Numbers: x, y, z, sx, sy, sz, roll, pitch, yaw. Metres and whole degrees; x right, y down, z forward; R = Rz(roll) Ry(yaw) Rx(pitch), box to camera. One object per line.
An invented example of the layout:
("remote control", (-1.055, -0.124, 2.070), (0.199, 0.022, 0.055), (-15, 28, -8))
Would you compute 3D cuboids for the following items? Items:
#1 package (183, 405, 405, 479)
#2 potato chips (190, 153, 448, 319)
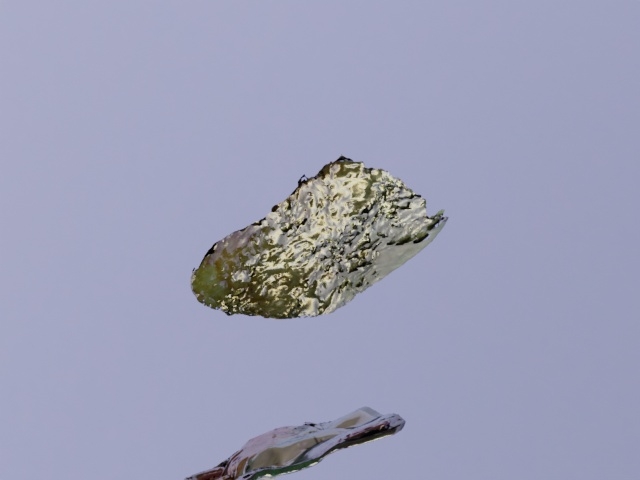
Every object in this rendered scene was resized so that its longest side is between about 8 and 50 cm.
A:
("package", (-0.029, 0.169, 1.484), (0.166, 0.232, 0.040), (-23, -93, -10))
("potato chips", (0.000, 0.000, 1.434), (0.026, 0.209, 0.142), (48, -50, 52))
